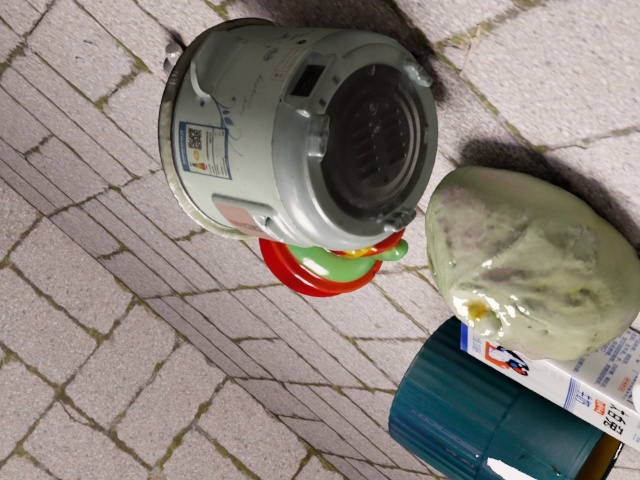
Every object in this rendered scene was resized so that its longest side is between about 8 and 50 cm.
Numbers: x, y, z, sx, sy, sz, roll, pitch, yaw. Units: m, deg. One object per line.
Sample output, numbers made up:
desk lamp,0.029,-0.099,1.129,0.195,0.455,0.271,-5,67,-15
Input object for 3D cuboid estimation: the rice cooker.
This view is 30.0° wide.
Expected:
rice cooker,-0.032,-0.122,1.359,0.317,0.264,0.316,25,166,6

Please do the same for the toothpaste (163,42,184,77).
toothpaste,-0.177,-0.204,1.758,0.078,0.047,0.248,29,161,28

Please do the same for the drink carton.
drink carton,0.345,0.157,1.576,0.315,0.106,0.130,29,161,20

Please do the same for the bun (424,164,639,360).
bun,0.233,0.050,1.411,0.283,0.179,0.283,32,162,11

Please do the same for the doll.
doll,0.001,-0.001,1.731,0.183,0.160,0.363,33,162,-9

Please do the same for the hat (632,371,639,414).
hat,0.442,0.164,1.384,0.203,0.126,0.203,30,162,11

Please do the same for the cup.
cup,0.292,0.257,1.771,0.292,0.308,0.242,29,127,25
